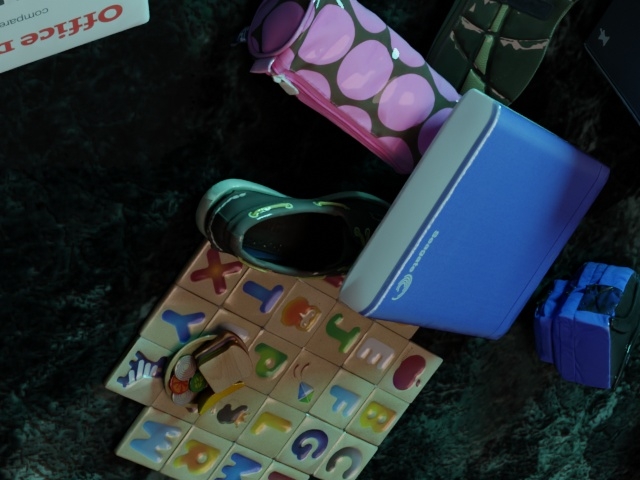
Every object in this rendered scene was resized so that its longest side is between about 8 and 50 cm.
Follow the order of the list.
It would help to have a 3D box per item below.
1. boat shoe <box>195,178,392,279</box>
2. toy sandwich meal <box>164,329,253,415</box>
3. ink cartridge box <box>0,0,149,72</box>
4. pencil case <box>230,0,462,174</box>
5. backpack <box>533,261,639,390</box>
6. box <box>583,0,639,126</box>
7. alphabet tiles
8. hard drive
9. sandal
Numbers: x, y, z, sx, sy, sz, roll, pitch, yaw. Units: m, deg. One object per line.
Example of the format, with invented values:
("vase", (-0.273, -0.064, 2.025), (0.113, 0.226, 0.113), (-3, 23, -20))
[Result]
("boat shoe", (0.000, 0.000, 1.339), (0.228, 0.069, 0.081), (7, 113, -36))
("toy sandwich meal", (-0.100, 0.122, 1.374), (0.086, 0.029, 0.085), (-16, 125, -25))
("ink cartridge box", (-0.225, -0.228, 0.956), (0.197, 0.114, 0.273), (-22, 153, -14))
("pencil case", (0.031, -0.133, 1.269), (0.209, 0.095, 0.098), (33, 60, -34))
("backpack", (0.282, 0.077, 1.574), (0.120, 0.101, 0.098), (-50, 147, -44))
("box", (0.476, -0.241, 1.385), (0.313, 0.179, 0.343), (-2, 139, -32))
("alphabet tiles", (-0.034, 0.125, 1.447), (0.342, 0.011, 0.285), (31, 98, -42))
("hard drive", (0.153, -0.012, 1.391), (0.210, 0.040, 0.319), (-58, 153, 9))
("sandal", (0.185, -0.242, 1.325), (0.120, 0.086, 0.303), (29, 118, -19))
